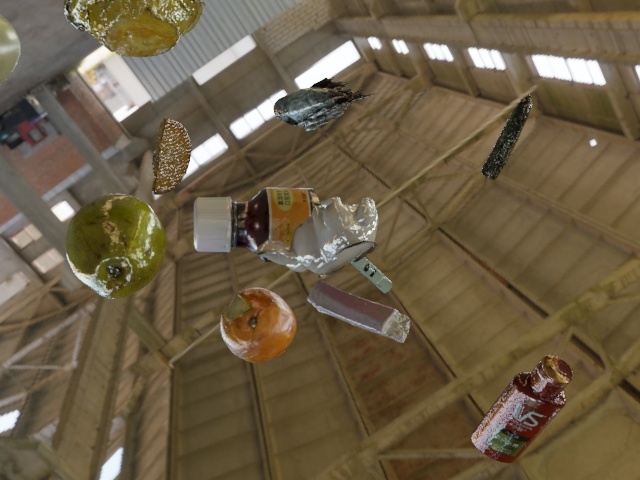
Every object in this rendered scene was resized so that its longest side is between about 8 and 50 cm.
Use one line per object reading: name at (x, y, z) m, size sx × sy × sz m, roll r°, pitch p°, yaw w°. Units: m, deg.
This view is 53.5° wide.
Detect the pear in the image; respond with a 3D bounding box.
pear at (-0.508, 0.016, 1.585) m, size 0.253 × 0.253 × 0.307 m, roll -33°, pitch -150°, yaw 5°

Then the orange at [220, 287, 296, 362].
orange at (-0.201, 0.271, 2.028) m, size 0.240 × 0.240 × 0.240 m, roll -29°, pitch -157°, yaw 14°

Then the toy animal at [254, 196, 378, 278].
toy animal at (0.006, 0.000, 1.589) m, size 0.325 × 0.208 × 0.154 m, roll -26°, pitch -113°, yaw 18°

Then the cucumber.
cucumber at (0.615, -0.338, 2.071) m, size 0.067 × 0.067 × 0.294 m, roll -92°, pitch -157°, yaw -64°

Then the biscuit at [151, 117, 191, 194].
biscuit at (-0.397, -0.222, 1.695) m, size 0.025 × 0.206 × 0.126 m, roll 19°, pitch -166°, yaw 30°

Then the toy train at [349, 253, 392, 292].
toy train at (0.156, 0.100, 1.923) m, size 0.043 × 0.207 × 0.047 m, roll -52°, pitch -145°, yaw -5°

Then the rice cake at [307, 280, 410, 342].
rice cake at (0.076, 0.161, 1.477) m, size 0.073 × 0.056 × 0.365 m, roll -59°, pitch -150°, yaw -9°

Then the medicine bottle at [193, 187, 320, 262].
medicine bottle at (-0.195, -0.043, 1.971) m, size 0.395 × 0.243 × 0.242 m, roll -4°, pitch -162°, yaw -13°

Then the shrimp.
shrimp at (0.003, -0.246, 1.160) m, size 0.232 × 0.079 × 0.090 m, roll 0°, pitch -105°, yaw 41°

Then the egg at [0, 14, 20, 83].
egg at (-0.846, -0.446, 1.481) m, size 0.269 × 0.219 × 0.219 m, roll -12°, pitch -166°, yaw -22°

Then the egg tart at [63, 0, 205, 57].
egg tart at (-0.449, -0.546, 1.555) m, size 0.341 × 0.132 × 0.341 m, roll -12°, pitch 169°, yaw -2°

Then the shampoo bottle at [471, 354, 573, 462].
shampoo bottle at (0.439, 0.369, 1.375) m, size 0.076 × 0.118 × 0.314 m, roll -51°, pitch 165°, yaw -47°
